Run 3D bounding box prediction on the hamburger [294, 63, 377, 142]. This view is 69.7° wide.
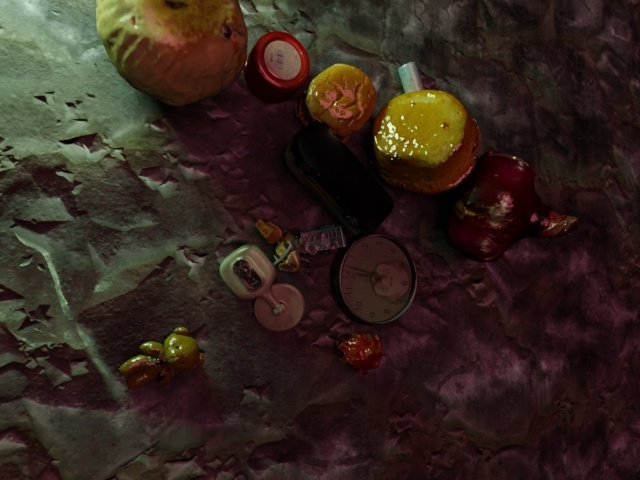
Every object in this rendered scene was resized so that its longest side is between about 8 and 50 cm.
[{"bbox_3d":[0.052,-0.443,1.498,0.244,0.163,0.245,1,86,-25],"label":"hamburger"}]

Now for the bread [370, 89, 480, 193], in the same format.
[{"bbox_3d":[0.345,-0.334,1.535,0.357,0.204,0.337,11,82,18],"label":"bread"}]

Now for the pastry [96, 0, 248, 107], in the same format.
[{"bbox_3d":[-0.392,-0.545,1.225,0.388,0.312,0.389,7,78,-35],"label":"pastry"}]

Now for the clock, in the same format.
[{"bbox_3d":[0.186,0.130,1.560,0.318,0.066,0.319,2,85,-23],"label":"clock"}]

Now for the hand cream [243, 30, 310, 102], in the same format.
[{"bbox_3d":[-0.137,-0.542,1.444,0.193,0.125,0.193,3,82,-26],"label":"hand cream"}]

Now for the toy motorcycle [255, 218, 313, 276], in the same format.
[{"bbox_3d":[-0.112,0.017,1.369,0.094,0.129,0.229,-47,73,18],"label":"toy motorcycle"}]

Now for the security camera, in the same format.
[{"bbox_3d":[-0.166,0.151,1.371,0.157,0.080,0.302,-38,102,1],"label":"security camera"}]

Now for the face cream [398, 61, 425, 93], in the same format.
[{"bbox_3d":[0.354,-0.532,1.693,0.075,0.075,0.230,-19,92,-25],"label":"face cream"}]

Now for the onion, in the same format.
[{"bbox_3d":[0.668,-0.090,1.606,0.419,0.398,0.399,21,74,13],"label":"onion"}]

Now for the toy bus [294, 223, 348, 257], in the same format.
[{"bbox_3d":[0.000,0.000,1.480,0.160,0.079,0.092,-9,87,-23],"label":"toy bus"}]

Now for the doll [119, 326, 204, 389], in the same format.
[{"bbox_3d":[-0.430,0.331,1.247,0.209,0.097,0.137,-29,103,-19],"label":"doll"}]

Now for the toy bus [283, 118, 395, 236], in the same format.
[{"bbox_3d":[0.041,-0.189,1.469,0.386,0.162,0.171,47,67,-14],"label":"toy bus"}]

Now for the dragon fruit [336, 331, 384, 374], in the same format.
[{"bbox_3d":[0.132,0.357,1.478,0.165,0.133,0.136,25,82,-22],"label":"dragon fruit"}]
